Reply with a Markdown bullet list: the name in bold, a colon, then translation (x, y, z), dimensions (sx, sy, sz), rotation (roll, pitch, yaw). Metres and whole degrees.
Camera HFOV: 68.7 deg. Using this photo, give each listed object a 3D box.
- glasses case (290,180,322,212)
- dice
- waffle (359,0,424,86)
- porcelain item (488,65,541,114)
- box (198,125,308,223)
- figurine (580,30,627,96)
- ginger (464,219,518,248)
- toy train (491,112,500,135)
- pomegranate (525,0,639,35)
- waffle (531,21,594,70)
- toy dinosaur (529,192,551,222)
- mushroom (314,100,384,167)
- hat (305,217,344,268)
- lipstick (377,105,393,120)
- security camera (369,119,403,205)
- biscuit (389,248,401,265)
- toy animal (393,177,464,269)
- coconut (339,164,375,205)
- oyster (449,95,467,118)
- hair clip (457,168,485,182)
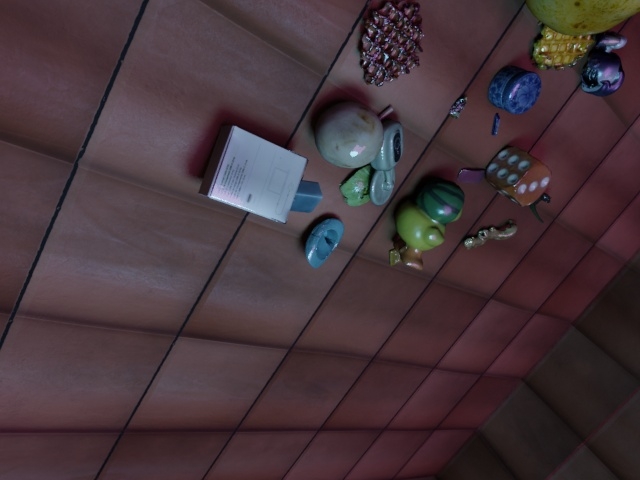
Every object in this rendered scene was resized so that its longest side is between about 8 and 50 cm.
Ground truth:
- **glasses case**: translation (-0.124, -0.141, 1.471), dimensions (0.266, 0.056, 0.105), rotation (4, 120, -32)
- **dice**: translation (0.769, -0.254, 1.828), dimensions (0.179, 0.175, 0.174), rotation (30, 105, -38)
- **waffle**: translation (0.206, -0.567, 1.349), dimensions (0.221, 0.055, 0.234), rotation (-27, 137, -13)
- **porcelain item**: translation (0.672, -0.516, 1.616), dimensions (0.147, 0.114, 0.147), rotation (-16, 129, -21)
- **box**: translation (-0.185, -0.181, 1.319), dimensions (0.252, 0.106, 0.203), rotation (19, 91, -35)
- **figurine**: translation (1.054, -0.647, 1.731), dimensions (0.146, 0.145, 0.222), rotation (-16, 128, -20)
- **ginger**: translation (0.753, -0.028, 2.064), dimensions (0.288, 0.075, 0.089), rotation (-19, 126, -12)
- **toy train**: translation (0.650, -0.429, 1.734), dimensions (0.017, 0.017, 0.083), rotation (-19, 130, -19)
- **pomegranate**: translation (0.778, -0.781, 1.284), dimensions (0.417, 0.416, 0.416), rotation (-16, 129, -20)
- **waffle**: translation (0.858, -0.703, 1.621), dimensions (0.280, 0.060, 0.262), rotation (-47, 133, 8)
- **toy dinosaur**: translation (0.943, -0.169, 1.988), dimensions (0.187, 0.179, 0.087), rotation (-14, 130, -24)
- **mushroom**: translation (0.080, -0.297, 1.403), dimensions (0.208, 0.207, 0.215), rotation (-20, 162, -17)
- **hat**: translation (0.000, 0.000, 1.639), dimensions (0.190, 0.078, 0.138), rotation (-54, 143, -11)
- **lipstick**: translation (0.191, -0.391, 1.492), dimensions (0.094, 0.019, 0.019), rotation (-40, 133, 2)
- **security camera**: translation (0.220, -0.245, 1.546), dimensions (0.157, 0.080, 0.301), rotation (-46, 142, -37)
- **biscuit**: translation (0.318, 0.060, 1.903), dimensions (0.083, 0.018, 0.081), rotation (-21, 132, -15)
- **toy animal**: translation (0.381, -0.080, 1.721), dimensions (0.191, 0.216, 0.338), rotation (32, 102, -14)
- **coconut**: translation (0.134, -0.178, 1.595), dimensions (0.133, 0.055, 0.158), rotation (-3, 123, -30)
- **oyster**: translation (0.479, -0.459, 1.609), dimensions (0.054, 0.019, 0.083), rotation (16, 114, -37)
- **hair clip**: translation (0.594, -0.252, 1.830), dimensions (0.137, 0.022, 0.054), rotation (-2, 127, -29)
